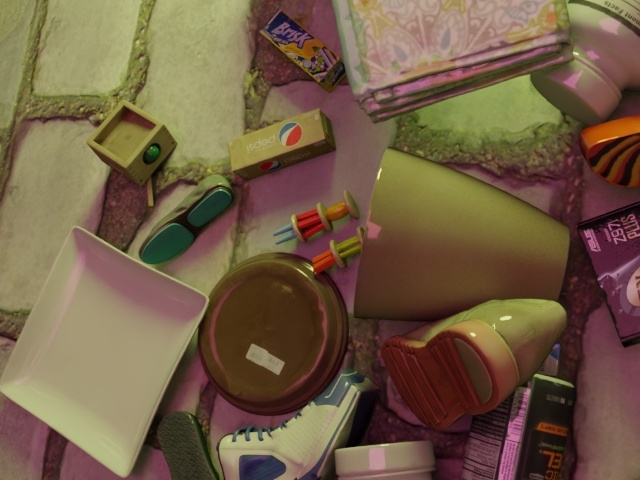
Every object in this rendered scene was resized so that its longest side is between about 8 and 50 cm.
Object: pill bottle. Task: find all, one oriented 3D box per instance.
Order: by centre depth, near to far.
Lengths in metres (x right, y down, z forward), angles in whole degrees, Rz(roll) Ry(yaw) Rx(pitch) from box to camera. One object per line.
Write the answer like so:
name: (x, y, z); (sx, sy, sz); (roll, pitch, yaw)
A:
pill bottle: (0.106, 0.450, 1.110); (0.188, 0.188, 0.333); (-12, 75, 20)
pill bottle: (0.265, 0.305, 1.117); (0.131, 0.130, 0.245); (10, 81, 24)
pill bottle: (0.453, -0.330, 1.174); (0.176, 0.176, 0.318); (39, 93, 26)

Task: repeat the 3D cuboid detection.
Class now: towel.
towel: (0.168, -0.385, 1.165); (0.321, 0.090, 0.374); (-14, 82, 18)

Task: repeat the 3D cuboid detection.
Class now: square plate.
square plate: (-0.390, 0.190, 1.455); (0.347, 0.049, 0.344); (25, 89, 26)

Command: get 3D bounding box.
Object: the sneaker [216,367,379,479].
sneaker: (-0.061, 0.320, 1.249); (0.182, 0.127, 0.315); (30, 91, 24)

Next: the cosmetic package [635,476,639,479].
cosmetic package: (0.405, 0.397, 1.052); (0.238, 0.107, 0.127); (-39, 69, 6)

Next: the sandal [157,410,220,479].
sandal: (-0.202, 0.403, 1.335); (0.097, 0.054, 0.254); (-22, 60, 9)

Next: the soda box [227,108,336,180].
soda box: (-0.069, -0.166, 1.414); (0.181, 0.058, 0.061); (-17, 71, 17)

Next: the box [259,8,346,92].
box: (-0.029, -0.339, 1.443); (0.059, 0.054, 0.169); (-48, 65, 5)

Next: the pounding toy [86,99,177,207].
pounding toy: (-0.343, -0.162, 1.516); (0.141, 0.100, 0.130); (32, 76, 23)

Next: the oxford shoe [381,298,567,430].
oxford shoe: (0.197, 0.161, 1.090); (0.147, 0.397, 0.140); (-27, 88, -18)

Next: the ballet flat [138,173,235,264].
ballet flat: (-0.242, -0.039, 1.458); (0.213, 0.072, 0.068); (-39, 38, 8)

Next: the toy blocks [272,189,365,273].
toy blocks: (0.000, 0.000, 1.345); (0.148, 0.054, 0.123); (-25, 68, 15)

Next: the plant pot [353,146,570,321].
plant pot: (0.207, 0.016, 1.171); (0.274, 0.256, 0.256); (12, 81, 8)

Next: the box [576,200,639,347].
box: (0.462, 0.040, 1.131); (0.147, 0.077, 0.180); (-21, 70, 17)

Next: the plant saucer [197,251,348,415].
plant saucer: (-0.089, 0.152, 1.353); (0.278, 0.041, 0.277); (-5, 75, 20)

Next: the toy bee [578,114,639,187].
toy bee: (0.521, -0.130, 1.103); (0.298, 0.162, 0.195); (-12, 32, 35)

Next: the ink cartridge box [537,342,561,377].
ink cartridge box: (0.308, 0.171, 1.189); (0.083, 0.028, 0.048); (6, 79, 23)
